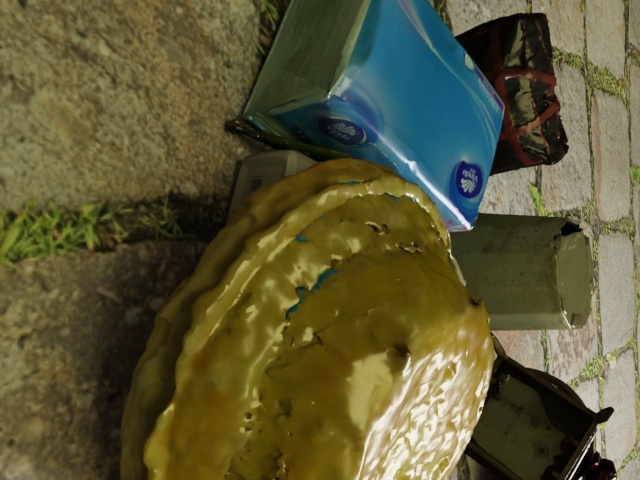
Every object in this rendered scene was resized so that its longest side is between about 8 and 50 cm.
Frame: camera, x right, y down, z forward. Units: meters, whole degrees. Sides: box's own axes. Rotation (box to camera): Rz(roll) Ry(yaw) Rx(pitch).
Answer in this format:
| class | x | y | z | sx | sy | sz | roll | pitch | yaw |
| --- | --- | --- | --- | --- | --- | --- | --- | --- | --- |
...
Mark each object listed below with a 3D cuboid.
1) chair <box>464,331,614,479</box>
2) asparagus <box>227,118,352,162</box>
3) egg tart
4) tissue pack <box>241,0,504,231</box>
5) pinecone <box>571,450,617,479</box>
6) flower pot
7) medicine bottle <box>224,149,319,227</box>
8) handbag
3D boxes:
| class | x | y | z | sx | sy | sz | roll | pitch | yaw |
| --- | --- | --- | --- | --- | --- | --- | --- | --- | --- |
| chair | 0.282 | 0.256 | 0.768 | 0.166 | 0.188 | 0.272 | -57 | 150 | 0 |
| asparagus | -0.031 | -0.094 | 0.536 | 0.015 | 0.127 | 0.018 | -67 | 173 | -52 |
| egg tart | 0.025 | 0.129 | 0.470 | 0.388 | 0.169 | 0.388 | -22 | 124 | -38 |
| tissue pack | 0.077 | -0.149 | 0.615 | 0.263 | 0.146 | 0.198 | 35 | 65 | -40 |
| pinecone | 0.367 | 0.407 | 0.872 | 0.221 | 0.221 | 0.221 | 2 | 88 | -46 |
| flower pot | 0.251 | 0.038 | 0.760 | 0.212 | 0.202 | 0.212 | 8 | 79 | -47 |
| medicine bottle | 0.000 | 0.000 | 0.571 | 0.188 | 0.088 | 0.132 | 21 | 75 | -44 |
| handbag | 0.248 | -0.195 | 0.779 | 0.155 | 0.169 | 0.215 | -34 | 112 | -42 |
